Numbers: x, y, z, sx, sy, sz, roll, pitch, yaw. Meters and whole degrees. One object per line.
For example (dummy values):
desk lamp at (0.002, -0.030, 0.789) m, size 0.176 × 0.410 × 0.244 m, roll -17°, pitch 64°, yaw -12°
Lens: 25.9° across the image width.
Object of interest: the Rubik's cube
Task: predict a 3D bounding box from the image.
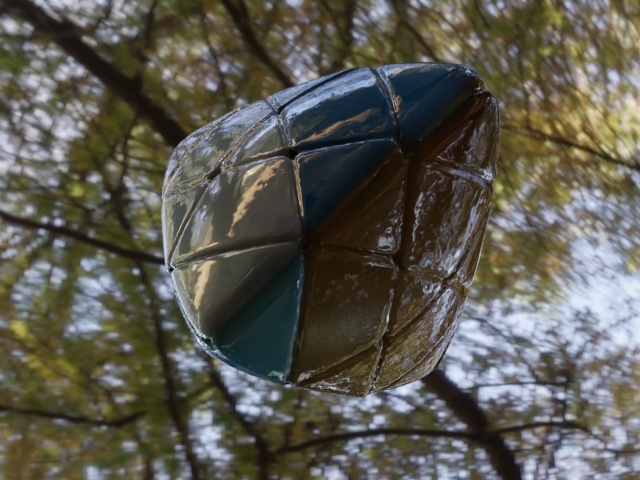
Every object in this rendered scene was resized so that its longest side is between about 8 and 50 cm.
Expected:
Rubik's cube at (0.000, 0.000, 0.946) m, size 0.254 × 0.254 × 0.254 m, roll -3°, pitch -98°, yaw 20°
